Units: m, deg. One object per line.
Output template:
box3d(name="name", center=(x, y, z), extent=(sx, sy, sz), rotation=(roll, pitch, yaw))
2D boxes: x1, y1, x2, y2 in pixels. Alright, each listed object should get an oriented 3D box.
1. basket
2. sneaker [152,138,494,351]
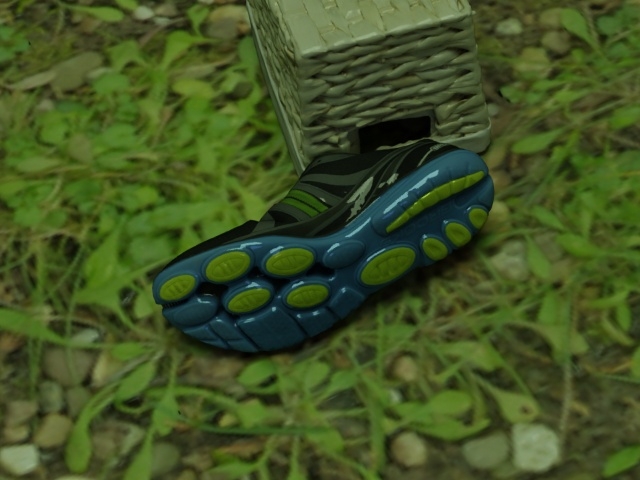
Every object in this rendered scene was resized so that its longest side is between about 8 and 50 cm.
box3d(name="basket", center=(0.021, -0.126, 1.005), extent=(0.113, 0.103, 0.167), rotation=(-15, 46, -5))
box3d(name="sneaker", center=(0.000, 0.000, 0.930), extent=(0.188, 0.067, 0.078), rotation=(-26, 27, -11))
